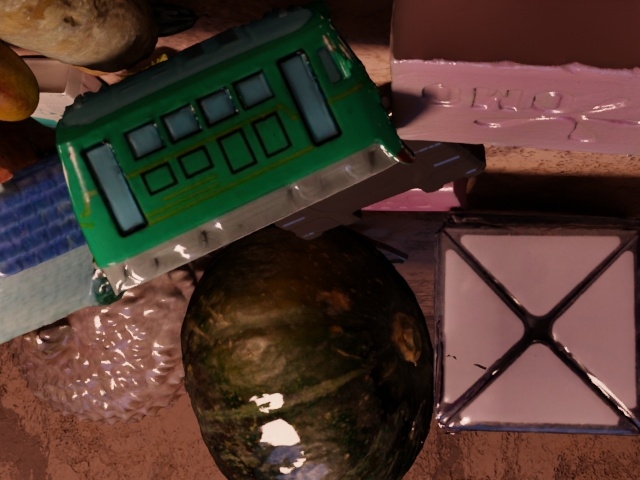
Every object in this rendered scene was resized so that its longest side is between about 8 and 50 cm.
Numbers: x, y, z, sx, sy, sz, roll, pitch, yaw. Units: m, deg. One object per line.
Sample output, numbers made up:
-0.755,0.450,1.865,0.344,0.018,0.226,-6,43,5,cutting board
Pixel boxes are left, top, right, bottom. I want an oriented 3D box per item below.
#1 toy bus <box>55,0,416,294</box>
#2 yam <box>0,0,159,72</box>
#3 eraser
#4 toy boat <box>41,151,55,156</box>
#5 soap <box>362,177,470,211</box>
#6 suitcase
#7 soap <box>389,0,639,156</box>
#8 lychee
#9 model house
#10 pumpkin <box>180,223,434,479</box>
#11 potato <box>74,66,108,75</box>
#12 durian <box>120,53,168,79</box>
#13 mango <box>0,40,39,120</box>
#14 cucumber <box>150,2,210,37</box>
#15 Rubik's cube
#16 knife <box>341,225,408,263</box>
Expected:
-0.099,-0.103,1.415,0.343,0.199,0.183,-25,-167,-4,toy bus
-0.254,-0.238,1.294,0.133,0.133,0.330,-1,171,23,yam
-0.308,-0.168,1.748,0.095,0.052,0.225,3,166,18,eraser
-0.393,-0.096,2.060,0.066,0.059,0.140,18,165,3,toy boat
0.099,-0.083,1.930,0.203,0.066,0.122,1,166,15,soap
0.045,-0.092,1.744,0.285,0.066,0.206,-21,157,23,suitcase
0.216,-0.176,1.419,0.296,0.107,0.285,4,169,6,soap
-0.321,0.113,2.279,0.380,0.381,0.432,-4,-174,35,lychee
-0.413,-0.075,1.808,0.251,0.295,0.329,-25,152,-24,model house
-0.009,0.185,2.063,0.343,0.455,0.454,-16,160,19,pumpkin
-0.256,-0.211,1.526,0.068,0.062,0.083,33,167,49,potato
-0.165,-0.109,1.741,0.169,0.158,0.352,-7,160,23,durian
-0.440,-0.196,1.543,0.267,0.111,0.133,14,148,-28,mango
-0.200,-0.233,1.466,0.167,0.039,0.039,4,167,10,cucumber
0.319,0.106,2.022,0.310,0.305,0.307,-1,-177,10,Rubik's cube
0.000,-0.002,2.337,0.277,0.053,0.123,10,170,-17,knife
